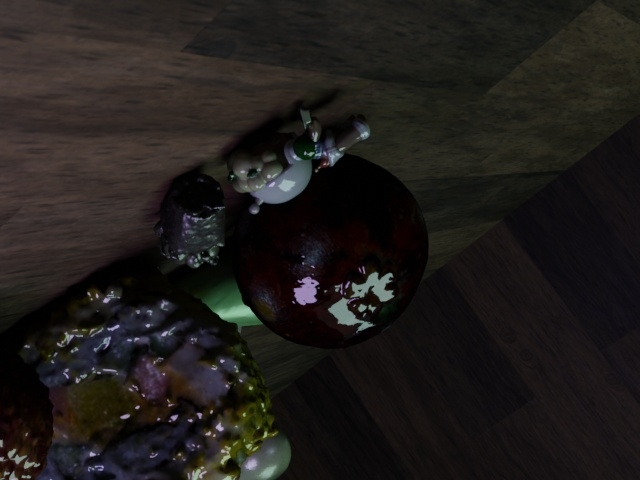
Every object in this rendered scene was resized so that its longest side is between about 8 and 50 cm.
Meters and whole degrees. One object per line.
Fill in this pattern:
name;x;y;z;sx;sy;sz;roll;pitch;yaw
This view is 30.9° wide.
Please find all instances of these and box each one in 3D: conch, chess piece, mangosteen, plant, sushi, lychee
conch;-0.166;0.090;1.869;0.250;0.143;0.137;-19;125;-11
chess piece;-0.183;0.320;2.209;0.182;0.330;0.182;-33;170;-7
mangosteen;0.010;0.011;1.684;0.311;0.311;0.311;-33;168;-8
plant;-0.163;-0.021;1.488;0.092;0.094;0.143;-18;158;-21
sushi;-0.268;0.249;1.620;0.396;0.351;0.240;-33;168;-5
lychee;-0.439;0.244;1.401;0.236;0.236;0.271;-13;117;-62

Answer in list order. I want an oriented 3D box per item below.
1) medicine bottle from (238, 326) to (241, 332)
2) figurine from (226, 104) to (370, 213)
medicine bottle;-0.225;0.165;2.063;0.132;0.088;0.188;-40;168;25
figurine;-0.032;-0.116;1.494;0.197;0.093;0.147;-39;-167;-19
